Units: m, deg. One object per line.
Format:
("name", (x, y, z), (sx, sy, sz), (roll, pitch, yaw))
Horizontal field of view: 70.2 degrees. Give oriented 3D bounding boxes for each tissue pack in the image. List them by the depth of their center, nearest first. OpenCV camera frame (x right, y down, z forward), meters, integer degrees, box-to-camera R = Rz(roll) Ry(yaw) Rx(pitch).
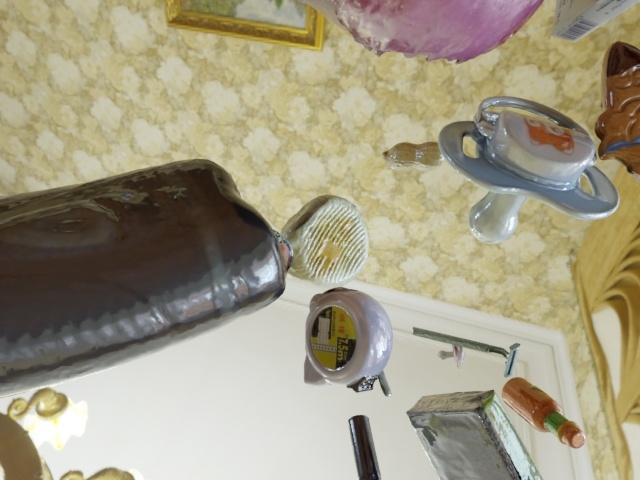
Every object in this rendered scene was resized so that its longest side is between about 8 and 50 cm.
("tissue pack", (0.444, 0.617, 1.252), (0.124, 0.288, 0.394), (-25, -94, -38))

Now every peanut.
("peanut", (0.240, -0.217, 1.180), (0.187, 0.082, 0.082), (8, -148, 37))

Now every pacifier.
("pacifier", (0.327, -0.097, 0.779), (0.299, 0.233, 0.244), (19, -142, 2))
("pacifier", (0.381, 0.328, 1.329), (0.078, 0.099, 0.082), (-14, -135, 22))

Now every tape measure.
("tape measure", (0.054, 0.187, 0.850), (0.178, 0.196, 0.105), (0, 171, 45))

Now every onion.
("onion", (0.116, -0.393, 0.521), (0.358, 0.345, 0.358), (17, -156, -8))

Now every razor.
("razor", (-0.212, 0.020, 0.404), (0.349, 0.114, 0.204), (-14, -131, -31))
("razor", (0.295, 0.213, 0.943), (0.211, 0.084, 0.036), (15, -143, 24))

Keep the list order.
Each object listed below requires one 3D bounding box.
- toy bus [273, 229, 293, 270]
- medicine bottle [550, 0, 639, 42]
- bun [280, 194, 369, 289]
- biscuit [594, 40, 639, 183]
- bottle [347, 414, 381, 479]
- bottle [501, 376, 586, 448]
("toy bus", (-0.187, 0.005, 0.875), (0.265, 0.121, 0.120), (31, -157, 2))
("medicine bottle", (0.389, -0.401, 0.612), (0.052, 0.201, 0.171), (10, 176, -8))
("bun", (0.000, 0.000, 1.120), (0.243, 0.244, 0.153), (-23, -166, -33))
("biscuit", (0.517, -0.186, 0.708), (0.183, 0.280, 0.043), (-17, 175, 1))
("bottle", (0.139, 0.667, 1.397), (0.072, 0.082, 0.244), (-29, -140, 17))
("bottle", (0.423, 0.328, 0.863), (0.069, 0.069, 0.187), (-1, -171, -9))
